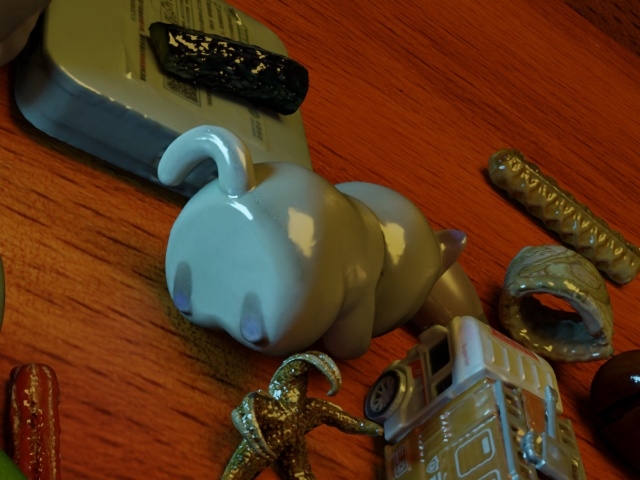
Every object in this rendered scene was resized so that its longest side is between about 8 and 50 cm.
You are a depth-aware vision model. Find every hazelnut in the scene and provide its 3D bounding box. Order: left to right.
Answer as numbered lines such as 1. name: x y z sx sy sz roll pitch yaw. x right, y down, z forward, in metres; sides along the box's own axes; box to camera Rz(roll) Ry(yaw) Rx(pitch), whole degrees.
1. hazelnut: 0.498 0.254 1.640 0.178 0.178 0.204 4 59 -49

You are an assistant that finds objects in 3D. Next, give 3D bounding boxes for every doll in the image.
1. doll: -0.013 0.024 1.267 0.370 0.215 0.226 18 79 -51

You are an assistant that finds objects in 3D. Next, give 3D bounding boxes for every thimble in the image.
1. thimble: 0.366 0.099 1.696 0.190 0.137 0.143 28 26 4

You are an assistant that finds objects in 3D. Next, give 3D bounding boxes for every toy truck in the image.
1. toy truck: 0.178 0.254 1.204 0.173 0.207 0.387 30 32 -23

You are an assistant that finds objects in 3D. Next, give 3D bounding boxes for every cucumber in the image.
1. cucumber: -0.110 -0.226 1.400 0.211 0.062 0.078 18 40 -41

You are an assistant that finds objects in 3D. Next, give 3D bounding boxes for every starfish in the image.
1. starfish: -0.030 0.210 1.130 0.190 0.074 0.146 -40 113 -32

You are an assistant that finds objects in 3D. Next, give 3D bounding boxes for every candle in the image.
1. candle: -0.233 0.226 0.902 0.051 0.048 0.329 37 26 -39

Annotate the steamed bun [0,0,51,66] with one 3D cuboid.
1. steamed bun: -0.404 -0.308 1.176 0.236 0.247 0.383 44 28 5

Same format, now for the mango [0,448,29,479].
1. mango: -0.331 0.153 0.708 0.382 0.225 0.201 36 46 -32

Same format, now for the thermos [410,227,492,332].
1. thermos: 0.167 0.083 1.537 0.193 0.105 0.137 50 -1 4

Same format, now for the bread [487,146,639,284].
1. bread: 0.455 -0.045 2.070 0.367 0.084 0.077 38 -13 -12

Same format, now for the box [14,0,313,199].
1. box: -0.198 -0.220 1.459 0.396 0.111 0.396 26 34 -30

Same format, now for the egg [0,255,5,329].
1. egg: -0.337 0.041 0.885 0.169 0.169 0.236 23 30 -32
